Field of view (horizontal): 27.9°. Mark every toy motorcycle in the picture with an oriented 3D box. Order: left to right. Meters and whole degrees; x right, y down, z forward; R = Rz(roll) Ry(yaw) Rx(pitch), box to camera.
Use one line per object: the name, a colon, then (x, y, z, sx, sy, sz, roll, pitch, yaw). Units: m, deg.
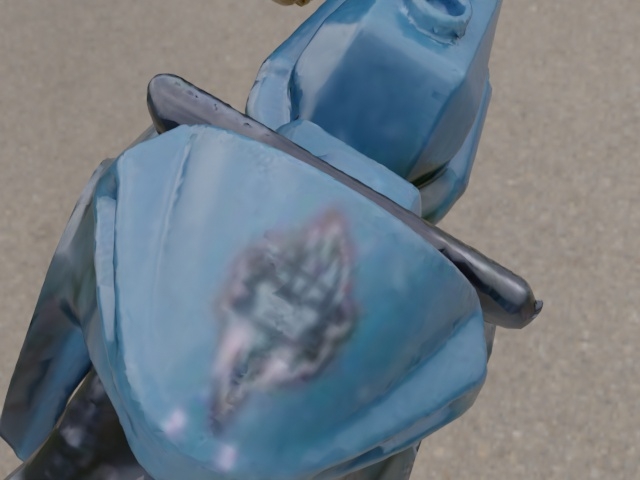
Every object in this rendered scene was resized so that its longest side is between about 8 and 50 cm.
toy motorcycle: (0.000, 0.000, 0.495, 0.172, 0.232, 0.416, 33, 42, -1)

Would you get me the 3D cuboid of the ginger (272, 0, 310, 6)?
ginger: (-0.040, -0.264, 0.647, 0.086, 0.295, 0.131, 8, 26, 32)
